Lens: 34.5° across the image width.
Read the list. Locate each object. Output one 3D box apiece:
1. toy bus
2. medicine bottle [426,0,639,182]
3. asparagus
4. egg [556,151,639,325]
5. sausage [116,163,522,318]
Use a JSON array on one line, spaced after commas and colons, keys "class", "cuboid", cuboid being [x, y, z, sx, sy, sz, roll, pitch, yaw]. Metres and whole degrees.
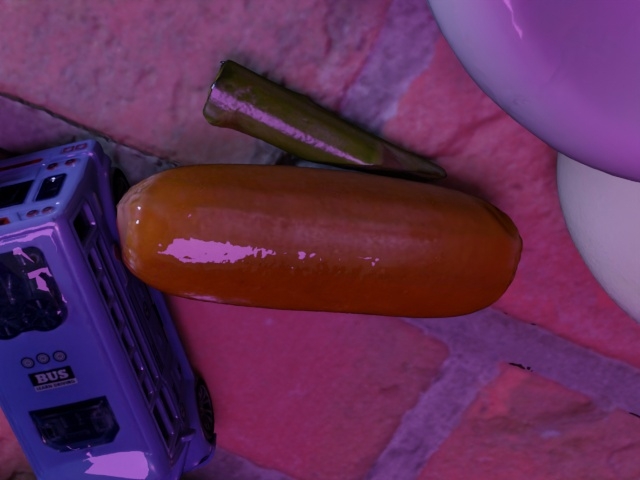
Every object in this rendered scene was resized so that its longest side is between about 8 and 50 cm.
[{"class": "toy bus", "cuboid": [-0.171, 0.085, 0.744, 0.125, 0.133, 0.292, -12, 120, 6]}, {"class": "medicine bottle", "cuboid": [0.155, -0.196, 0.467, 0.256, 0.325, 0.256, 0, 120, 0]}, {"class": "asparagus", "cuboid": [0.004, -0.068, 0.705, 0.178, 0.045, 0.041, 24, 118, -17]}, {"class": "egg", "cuboid": [0.298, -0.042, 0.650, 0.264, 0.174, 0.286, 30, 113, -21]}, {"class": "sausage", "cuboid": [0.000, 0.000, 0.699, 0.274, 0.105, 0.105, 4, 121, -13]}]
